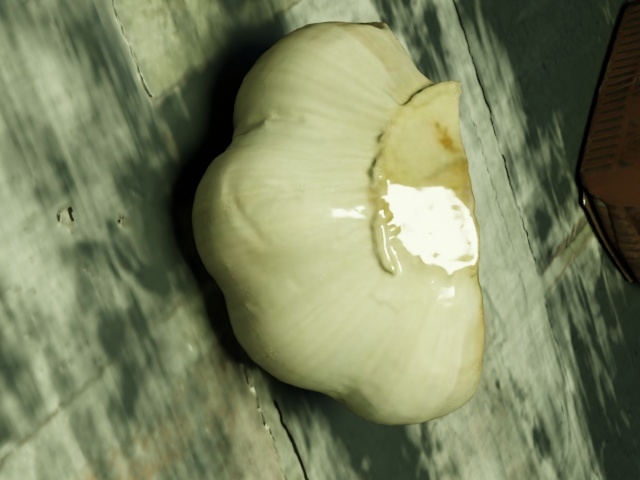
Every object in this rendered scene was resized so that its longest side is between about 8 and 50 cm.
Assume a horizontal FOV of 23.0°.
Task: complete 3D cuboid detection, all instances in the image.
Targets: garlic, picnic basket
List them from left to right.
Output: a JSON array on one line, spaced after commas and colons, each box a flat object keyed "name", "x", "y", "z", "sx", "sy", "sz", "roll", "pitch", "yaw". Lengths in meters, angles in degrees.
[{"name": "garlic", "x": 0.000, "y": 0.000, "z": 0.869, "sx": 0.143, "sy": 0.178, "sz": 0.229, "roll": -18, "pitch": 82, "yaw": -24}, {"name": "picnic basket", "x": 0.323, "y": -0.091, "z": 1.345, "sx": 0.222, "sy": 0.129, "sz": 0.297, "roll": 53, "pitch": 46, "yaw": -39}]
